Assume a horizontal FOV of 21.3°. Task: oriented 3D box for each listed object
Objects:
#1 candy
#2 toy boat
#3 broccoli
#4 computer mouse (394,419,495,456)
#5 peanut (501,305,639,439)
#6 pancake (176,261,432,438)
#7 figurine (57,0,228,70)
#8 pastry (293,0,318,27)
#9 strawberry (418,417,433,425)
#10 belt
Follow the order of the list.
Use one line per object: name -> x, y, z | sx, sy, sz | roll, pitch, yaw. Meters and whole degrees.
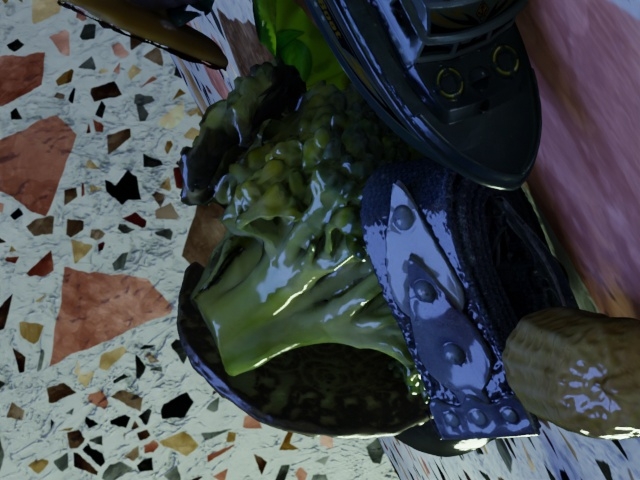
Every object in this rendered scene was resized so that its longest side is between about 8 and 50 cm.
candy -> -0.004, -0.172, 1.767 | 0.149, 0.069, 0.246 | 82, 166, -57
toy boat -> 0.055, -0.163, 1.063 | 0.296, 0.114, 0.122 | 62, 154, 8
broccoli -> 0.022, -0.013, 1.476 | 0.334, 0.272, 0.324 | -128, 31, -50
computer mouse -> 0.099, 0.171, 1.828 | 0.137, 0.086, 0.269 | 52, 157, -23
peanut -> 0.185, 0.090, 1.136 | 0.093, 0.083, 0.194 | 27, 175, -19
pancake -> 0.004, 0.080, 1.613 | 0.288, 0.286, 0.033 | -63, -9, -50
figurine -> -0.101, -0.291, 1.444 | 0.208, 0.257, 0.181 | 20, -171, -23
pastry -> -0.005, -0.249, 1.275 | 0.218, 0.100, 0.229 | 59, 174, 35
strawberry -> 0.101, 0.106, 1.714 | 0.087, 0.167, 0.208 | 81, -177, -46
belt -> 0.126, 0.033, 1.271 | 0.128, 0.122, 0.218 | -10, 112, 42
